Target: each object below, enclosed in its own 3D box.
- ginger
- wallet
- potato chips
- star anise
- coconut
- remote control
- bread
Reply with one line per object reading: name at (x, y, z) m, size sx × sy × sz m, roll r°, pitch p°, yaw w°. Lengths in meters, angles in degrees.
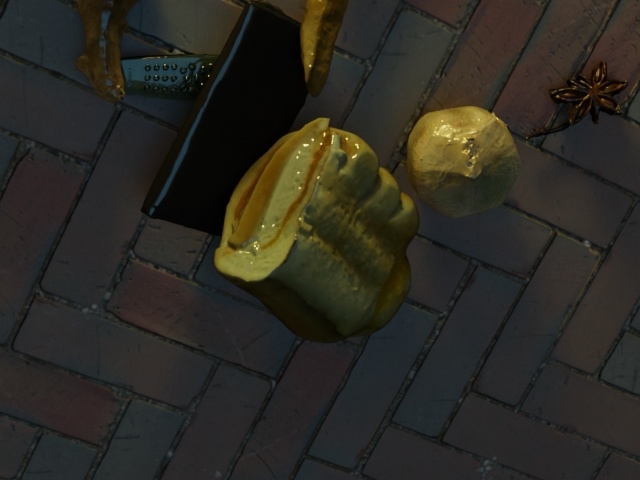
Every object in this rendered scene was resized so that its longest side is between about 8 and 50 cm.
ginger at (-0.306, -0.372, 1.860) m, size 0.148 × 0.081 × 0.334 m, roll 5°, pitch 105°, yaw -16°
wallet at (-0.125, -0.181, 1.958) m, size 0.197 × 0.051 × 0.377 m, roll 16°, pitch 106°, yaw -48°
potato chips at (0.045, -0.415, 1.918) m, size 0.057 × 0.080 × 0.407 m, roll 24°, pitch 91°, yaw -59°
star anise at (0.423, -0.221, 2.112) m, size 0.190 × 0.070 × 0.097 m, roll -27°, pitch 86°, yaw -2°
coconut at (0.226, -0.126, 2.025) m, size 0.194 × 0.194 × 0.194 m, roll -5°, pitch 110°, yaw -12°
remote control at (-0.211, -0.252, 1.950) m, size 0.222 × 0.042 × 0.072 m, roll 0°, pitch 111°, yaw -15°
bread at (0.000, 0.000, 1.998) m, size 0.341 × 0.210 × 0.300 m, roll 38°, pitch 72°, yaw -44°
